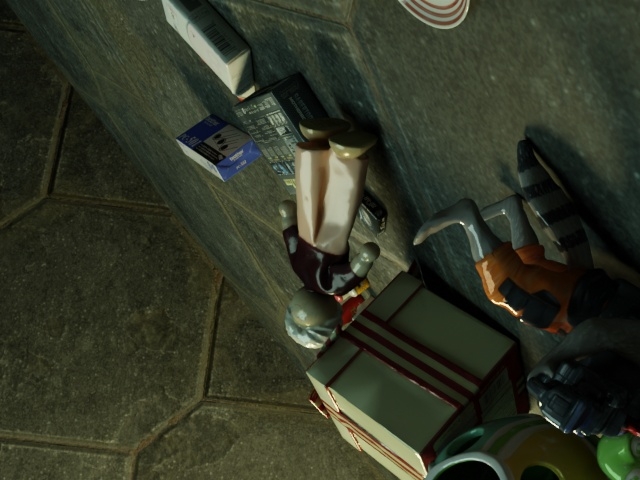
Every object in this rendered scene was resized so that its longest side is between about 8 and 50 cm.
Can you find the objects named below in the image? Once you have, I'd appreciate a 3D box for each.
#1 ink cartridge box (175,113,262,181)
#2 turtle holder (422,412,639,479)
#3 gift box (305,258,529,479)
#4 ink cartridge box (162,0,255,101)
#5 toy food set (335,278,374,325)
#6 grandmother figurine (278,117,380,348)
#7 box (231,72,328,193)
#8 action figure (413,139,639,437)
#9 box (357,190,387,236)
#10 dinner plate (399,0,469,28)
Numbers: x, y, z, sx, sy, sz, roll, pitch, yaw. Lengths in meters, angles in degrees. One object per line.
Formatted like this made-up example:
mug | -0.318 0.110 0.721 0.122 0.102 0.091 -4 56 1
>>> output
ink cartridge box | -0.212 -0.193 1.759 0.207 0.097 0.046 34 156 52
turtle holder | 0.272 0.339 1.074 0.320 0.243 0.227 -2 163 45
gift box | 0.145 0.204 1.302 0.258 0.255 0.276 31 152 37
ink cartridge box | -0.187 -0.313 1.479 0.189 0.066 0.232 48 161 17
toy food set | 0.066 0.163 1.724 0.111 0.104 0.232 37 160 47
grandmother figurine | 0.000 0.000 1.241 0.208 0.104 0.342 41 132 51
box | -0.042 -0.162 1.365 0.183 0.059 0.233 56 165 -13
action figure | 0.246 0.069 0.782 0.330 0.178 0.341 43 -171 17
box | 0.071 -0.051 1.357 0.083 0.018 0.067 48 165 18
dinner plate | 0.090 -0.259 0.784 0.141 0.017 0.141 49 167 16
